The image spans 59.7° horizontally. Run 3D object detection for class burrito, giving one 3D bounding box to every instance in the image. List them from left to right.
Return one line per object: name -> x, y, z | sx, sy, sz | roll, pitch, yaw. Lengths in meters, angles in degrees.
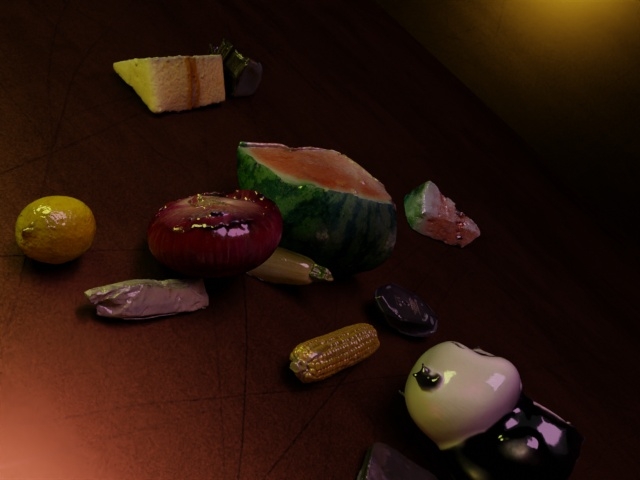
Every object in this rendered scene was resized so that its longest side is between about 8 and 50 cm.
burrito -> -0.284, 0.095, 0.940 | 0.058, 0.063, 0.230 | 14, 9, 38

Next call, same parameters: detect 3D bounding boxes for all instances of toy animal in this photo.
toy animal -> 0.301, 0.334, 1.049 | 0.310, 0.251, 0.251 | 39, 35, 13

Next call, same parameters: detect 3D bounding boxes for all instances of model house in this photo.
model house -> -0.244, -0.484, 1.527 | 0.152, 0.165, 0.106 | 42, 53, 6

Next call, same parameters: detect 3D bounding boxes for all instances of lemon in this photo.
lemon -> -0.419, -0.018, 0.891 | 0.109, 0.109, 0.133 | 49, 27, 12

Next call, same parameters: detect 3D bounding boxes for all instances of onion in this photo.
onion -> -0.188, -0.011, 1.024 | 0.248, 0.248, 0.161 | -22, 101, -51

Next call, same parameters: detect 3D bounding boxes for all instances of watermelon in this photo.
watermelon -> 0.006, -0.076, 1.154 | 0.292, 0.222, 0.319 | -7, 89, -23
watermelon -> 0.369, -0.057, 1.663 | 0.241, 0.094, 0.154 | 28, 44, -20

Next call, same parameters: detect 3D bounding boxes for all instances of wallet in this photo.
wallet -> 0.117, 0.481, 0.887 | 0.165, 0.042, 0.309 | 36, 36, -8

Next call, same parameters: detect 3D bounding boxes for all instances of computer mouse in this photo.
computer mouse -> 0.189, 0.165, 1.273 | 0.192, 0.062, 0.105 | 24, 37, -30

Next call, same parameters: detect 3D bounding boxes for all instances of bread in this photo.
bread -> -0.352, -0.405, 1.373 | 0.178, 0.142, 0.266 | 58, 39, -1

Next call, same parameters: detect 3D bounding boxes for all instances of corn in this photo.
corn -> 0.030, 0.212, 1.067 | 0.238, 0.080, 0.080 | -7, 56, -48

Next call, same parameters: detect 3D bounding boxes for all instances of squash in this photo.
squash -> -0.069, 0.058, 1.151 | 0.200, 0.075, 0.090 | 18, 16, 7
